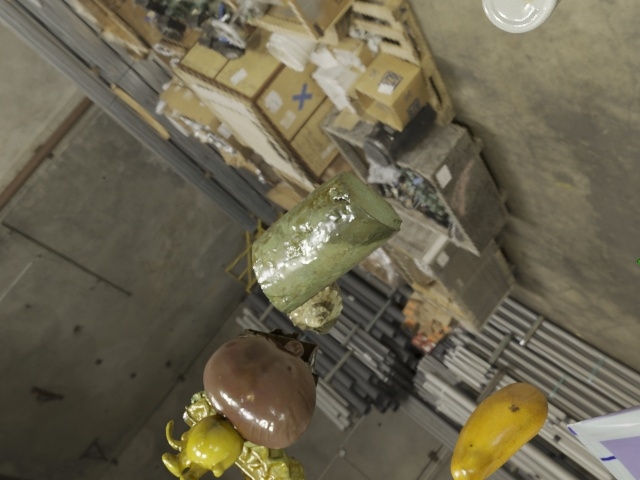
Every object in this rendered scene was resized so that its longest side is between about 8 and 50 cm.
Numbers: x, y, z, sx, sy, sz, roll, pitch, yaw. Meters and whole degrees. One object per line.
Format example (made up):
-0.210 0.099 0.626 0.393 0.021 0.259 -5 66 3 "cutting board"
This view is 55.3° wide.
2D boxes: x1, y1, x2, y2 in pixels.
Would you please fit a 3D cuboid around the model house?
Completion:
-0.116 0.354 1.477 0.211 0.243 0.204 11 -170 11 "model house"

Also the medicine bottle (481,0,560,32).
0.233 -0.288 0.668 0.079 0.140 0.079 19 134 21 "medicine bottle"

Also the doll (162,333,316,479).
-0.092 0.182 0.680 0.145 0.188 0.096 54 172 45 "doll"

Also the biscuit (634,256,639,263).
0.711 0.045 1.279 0.089 0.046 0.016 12 123 35 "biscuit"

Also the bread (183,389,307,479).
-0.133 0.374 1.111 0.269 0.098 0.087 43 -171 2 "bread"

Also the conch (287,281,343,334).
-0.018 0.131 1.358 0.207 0.130 0.155 -114 13 -58 "conch"

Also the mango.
0.335 0.369 1.182 0.109 0.262 0.157 48 150 24 "mango"

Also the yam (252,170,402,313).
0.000 0.000 1.084 0.161 0.268 0.161 41 -153 -26 "yam"

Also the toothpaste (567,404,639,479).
0.445 0.196 0.654 0.125 0.080 0.371 45 135 0 "toothpaste"
